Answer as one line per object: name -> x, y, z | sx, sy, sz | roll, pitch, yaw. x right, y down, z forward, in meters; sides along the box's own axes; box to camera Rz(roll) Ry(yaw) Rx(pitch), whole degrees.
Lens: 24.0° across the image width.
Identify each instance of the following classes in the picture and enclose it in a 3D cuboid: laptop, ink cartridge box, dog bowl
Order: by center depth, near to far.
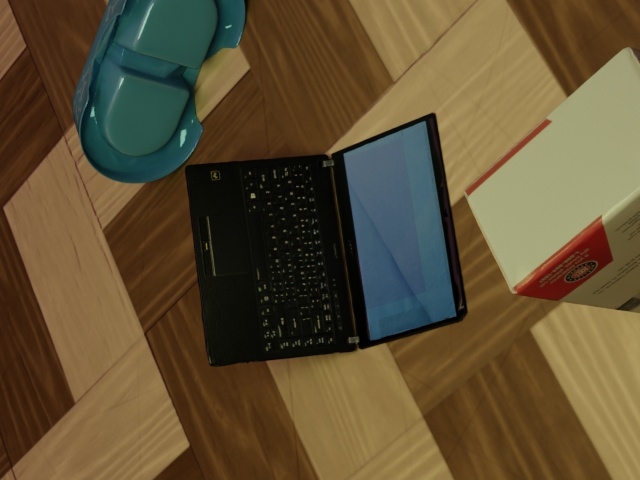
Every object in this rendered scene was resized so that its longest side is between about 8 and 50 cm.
ink cartridge box -> 0.291, -0.038, 1.285 | 0.197, 0.272, 0.114 | -43, 55, 31
laptop -> 0.000, 0.000, 1.642 | 0.136, 0.264, 0.234 | 123, 141, -72
dog bowl -> -0.207, -0.219, 1.852 | 0.074, 0.166, 0.297 | 44, 115, 50
